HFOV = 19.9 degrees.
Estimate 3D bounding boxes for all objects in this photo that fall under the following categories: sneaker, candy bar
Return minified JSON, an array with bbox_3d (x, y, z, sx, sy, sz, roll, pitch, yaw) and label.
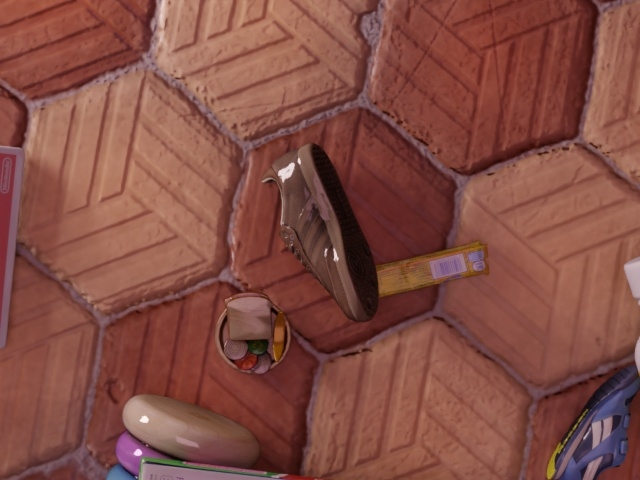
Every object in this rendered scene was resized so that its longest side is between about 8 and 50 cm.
[{"bbox_3d":[0.286,0.191,1.827,0.059,0.053,0.144,34,97,1],"label":"sneaker"},{"bbox_3d":[0.000,0.000,1.824,0.071,0.066,0.188,-24,77,25],"label":"sneaker"},{"bbox_3d":[0.094,0.034,1.843,0.161,0.018,0.040,-13,88,-1],"label":"candy bar"}]

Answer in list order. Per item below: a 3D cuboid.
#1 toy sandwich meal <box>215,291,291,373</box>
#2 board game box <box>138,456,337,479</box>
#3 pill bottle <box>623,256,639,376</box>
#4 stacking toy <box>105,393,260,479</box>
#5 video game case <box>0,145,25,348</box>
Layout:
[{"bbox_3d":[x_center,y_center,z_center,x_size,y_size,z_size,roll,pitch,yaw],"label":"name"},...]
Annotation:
[{"bbox_3d":[-0.068,0.093,1.835,0.085,0.029,0.086,0,89,-1],"label":"toy sandwich meal"},{"bbox_3d":[-0.024,0.337,1.678,0.316,0.064,0.242,8,85,-6],"label":"board game box"},{"bbox_3d":[0.417,0.155,1.760,0.187,0.188,0.334,-21,89,-1],"label":"pill bottle"},{"bbox_3d":[-0.175,0.325,1.786,0.141,0.141,0.330,20,93,0],"label":"stacking toy"},{"bbox_3d":[-0.436,-0.005,1.775,0.285,0.025,0.204,6,89,-26],"label":"video game case"}]
